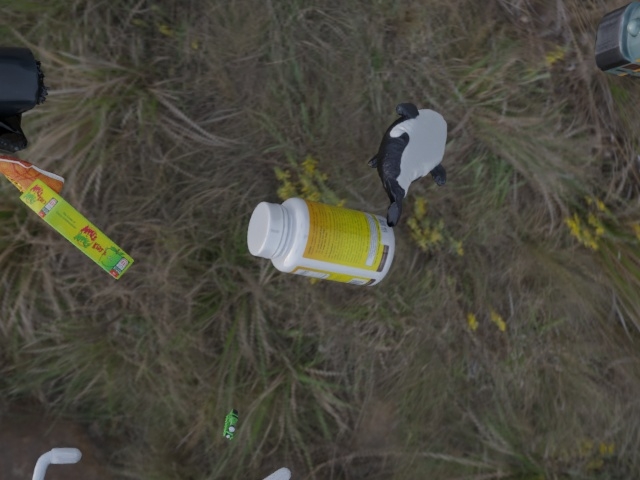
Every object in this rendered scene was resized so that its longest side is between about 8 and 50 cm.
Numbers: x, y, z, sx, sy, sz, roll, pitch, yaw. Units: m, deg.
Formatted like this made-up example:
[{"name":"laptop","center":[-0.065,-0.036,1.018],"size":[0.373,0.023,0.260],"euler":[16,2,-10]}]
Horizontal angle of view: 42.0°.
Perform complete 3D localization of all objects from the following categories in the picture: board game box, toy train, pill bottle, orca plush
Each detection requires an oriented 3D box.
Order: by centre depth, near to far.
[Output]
[{"name":"toy train","center":[0.569,-0.315,1.270],"size":[0.190,0.334,0.142],"euler":[6,92,-11]},{"name":"pill bottle","center":[0.000,0.000,1.304],"size":[0.215,0.117,0.117],"euler":[11,110,-26]},{"name":"board game box","center":[-0.386,-0.016,1.332],"size":[0.092,0.181,0.043],"euler":[32,77,41]},{"name":"toy train","center":[-0.148,0.304,1.385],"size":[0.017,0.083,0.024],"euler":[32,98,-8]},{"name":"orca plush","center":[0.131,-0.123,1.390],"size":[0.102,0.287,0.151],"euler":[-22,126,34]}]

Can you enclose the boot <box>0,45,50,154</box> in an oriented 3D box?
[{"name":"boot","center":[-0.367,-0.091,0.710],"size":[0.246,0.207,0.094],"euler":[-34,65,42]}]

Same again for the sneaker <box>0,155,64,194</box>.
[{"name":"sneaker","center":[-0.592,-0.124,1.672],"size":[0.064,0.175,0.067],"euler":[18,84,42]}]

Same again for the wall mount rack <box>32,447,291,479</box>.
[{"name":"wall mount rack","center":[-0.136,0.305,0.871],"size":[0.304,0.350,0.131],"euler":[16,83,-26]}]
